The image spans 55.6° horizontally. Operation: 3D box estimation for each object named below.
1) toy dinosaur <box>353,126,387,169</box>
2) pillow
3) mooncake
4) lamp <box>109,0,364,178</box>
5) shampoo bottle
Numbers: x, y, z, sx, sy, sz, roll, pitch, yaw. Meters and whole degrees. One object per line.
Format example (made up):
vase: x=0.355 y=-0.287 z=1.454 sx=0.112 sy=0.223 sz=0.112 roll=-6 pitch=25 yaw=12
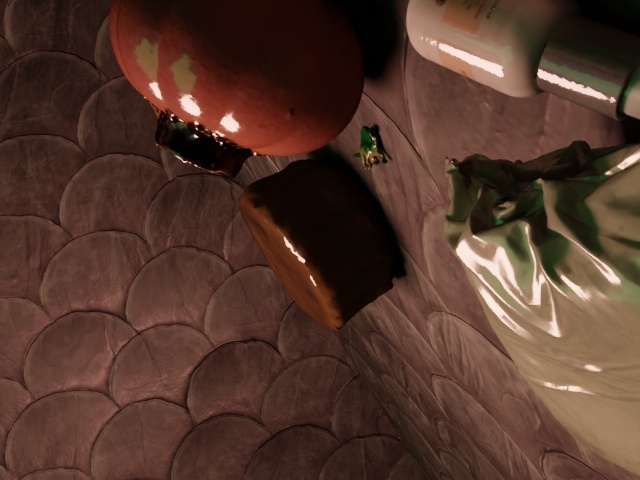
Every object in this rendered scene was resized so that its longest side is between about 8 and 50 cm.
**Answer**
toy dinosaur: x=0.067 y=-0.136 z=0.883 sx=0.119 sy=0.029 sz=0.060 roll=-145 pitch=39 yaw=-78
pillow: x=0.229 y=0.055 z=0.386 sx=0.310 sy=0.138 sz=0.283 roll=56 pitch=160 yaw=-18
mooncake: x=-0.001 y=0.000 z=1.149 sx=0.324 sy=0.187 sz=0.324 roll=52 pitch=168 yaw=16
lamp: x=-0.100 y=-0.198 z=0.710 sx=0.305 sy=0.240 sz=0.305 roll=25 pitch=-170 yaw=-5
shampoo bottle: x=0.145 y=-0.126 z=0.397 sx=0.192 sy=0.074 sz=0.074 roll=37 pitch=161 yaw=33
